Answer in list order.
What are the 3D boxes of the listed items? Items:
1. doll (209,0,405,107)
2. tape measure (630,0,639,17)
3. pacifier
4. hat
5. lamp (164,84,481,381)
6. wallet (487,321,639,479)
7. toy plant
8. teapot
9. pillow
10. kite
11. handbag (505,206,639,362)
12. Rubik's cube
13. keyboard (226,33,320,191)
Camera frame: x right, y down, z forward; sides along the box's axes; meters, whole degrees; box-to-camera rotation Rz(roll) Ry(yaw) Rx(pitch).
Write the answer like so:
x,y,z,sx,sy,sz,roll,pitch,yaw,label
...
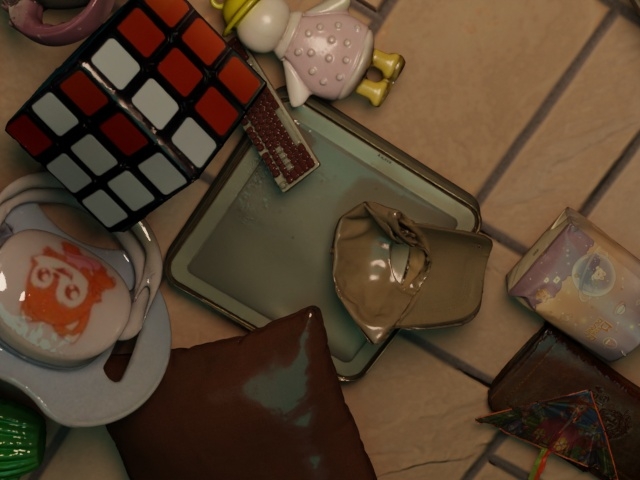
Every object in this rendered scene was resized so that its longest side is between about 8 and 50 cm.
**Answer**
x,y,z,sx,sy,sz,roll,pitch,yaw,label
-0.017,-0.202,1.274,0.207,0.081,0.129,25,94,-7,doll
0.383,-0.298,1.200,0.265,0.130,0.258,-32,107,14,tape measure
-0.313,0.077,1.367,0.299,0.244,0.233,31,142,-19,pacifier
0.097,0.032,1.342,0.175,0.085,0.147,5,106,-29,hat
0.000,0.000,1.382,0.269,0.047,0.266,32,110,-12,lamp
0.324,0.211,1.477,0.255,0.031,0.137,33,114,-11,wallet
-0.437,0.213,1.467,0.240,0.088,0.154,29,100,0,toy plant
-0.248,-0.262,1.234,0.146,0.116,0.148,-22,91,24,teapot
-0.094,0.235,1.443,0.308,0.108,0.305,-12,113,17,pillow
0.276,0.229,1.469,0.190,0.010,0.159,25,121,-6,kite
0.303,0.057,1.378,0.173,0.095,0.117,34,114,-10,handbag
-0.179,-0.131,1.237,0.163,0.160,0.162,46,137,-17,Rubik's cube
-0.063,-0.130,1.296,0.055,0.017,0.166,-37,78,27,keyboard
